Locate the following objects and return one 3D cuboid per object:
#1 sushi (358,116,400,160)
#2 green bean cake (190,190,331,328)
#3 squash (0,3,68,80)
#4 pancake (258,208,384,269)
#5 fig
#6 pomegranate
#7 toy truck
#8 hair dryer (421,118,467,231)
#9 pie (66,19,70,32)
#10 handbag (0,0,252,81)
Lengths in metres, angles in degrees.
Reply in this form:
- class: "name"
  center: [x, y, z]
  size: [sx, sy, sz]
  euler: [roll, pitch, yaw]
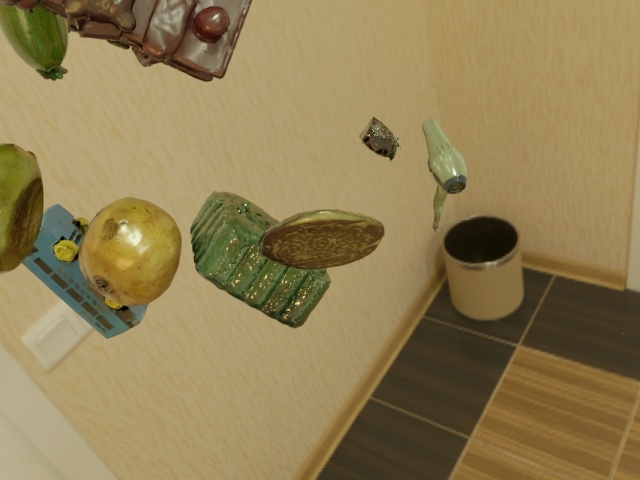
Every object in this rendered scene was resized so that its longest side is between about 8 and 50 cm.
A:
- class: "sushi"
  center: [0.132, -0.217, 1.397]
  size: [0.056, 0.085, 0.083]
  euler: [-54, 9, 19]
- class: "green bean cake"
  center: [-0.146, 0.030, 1.531]
  size: [0.169, 0.300, 0.308]
  euler: [-55, 25, 10]
- class: "squash"
  center: [-0.450, -0.394, 0.951]
  size: [0.107, 0.395, 0.107]
  euler: [2, 59, -3]
- class: "pancake"
  center: [0.000, 0.001, 1.247]
  size: [0.250, 0.250, 0.031]
  euler: [-10, 65, 10]
- class: "fig"
  center: [-0.410, -0.042, 0.788]
  size: [0.154, 0.144, 0.165]
  euler: [44, 96, 12]
- class: "pomegranate"
  center: [-0.450, 0.028, 1.541]
  size: [0.261, 0.260, 0.260]
  euler: [-11, 39, 9]
- class: "toy truck"
  center: [-0.637, 0.087, 1.741]
  size: [0.162, 0.385, 0.161]
  euler: [-30, 28, 17]
- class: "hair dryer"
  center: [0.219, -0.128, 1.207]
  size: [0.068, 0.199, 0.167]
  euler: [-7, 66, -4]
- class: "pie"
  center: [-0.654, -0.525, 1.477]
  size: [0.170, 0.092, 0.034]
  euler: [5, 19, 14]
- class: "handbag"
  center: [-0.136, -0.245, 0.472]
  size: [0.074, 0.203, 0.216]
  euler: [8, 78, 65]
